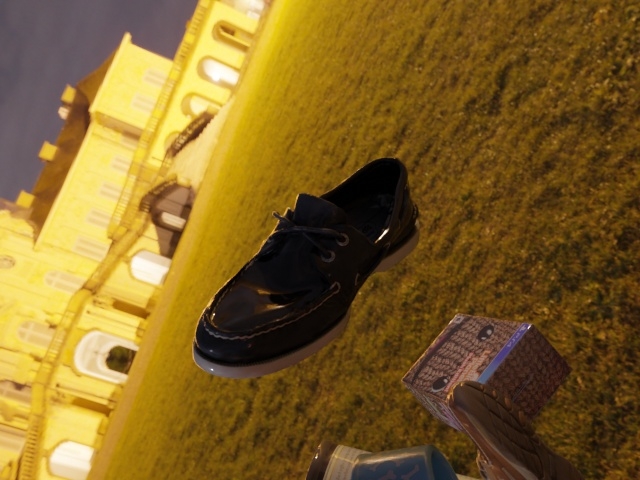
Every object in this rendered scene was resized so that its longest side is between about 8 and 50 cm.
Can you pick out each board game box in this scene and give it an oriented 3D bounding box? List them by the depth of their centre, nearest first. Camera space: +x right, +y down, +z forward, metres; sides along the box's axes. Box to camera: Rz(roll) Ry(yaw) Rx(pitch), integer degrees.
[{"bbox_3d":[0.357,0.303,1.237,0.232,0.141,0.291,-46,10,-15],"label":"board game box"}]

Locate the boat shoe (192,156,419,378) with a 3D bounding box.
[{"bbox_3d":[0.004,0.001,0.543,0.340,0.127,0.113,-30,-50,-43],"label":"boat shoe"}]

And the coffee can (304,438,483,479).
[{"bbox_3d":[0.115,0.387,0.699,0.201,0.275,0.202,9,-90,-76],"label":"coffee can"}]

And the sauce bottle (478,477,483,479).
[{"bbox_3d":[0.373,0.575,1.206,0.111,0.344,0.111,53,157,35],"label":"sauce bottle"}]

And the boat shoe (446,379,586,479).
[{"bbox_3d":[0.317,0.373,0.927,0.116,0.324,0.123,-41,5,33],"label":"boat shoe"}]

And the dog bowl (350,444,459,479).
[{"bbox_3d":[0.118,0.321,0.475,0.074,0.166,0.297,-27,58,13],"label":"dog bowl"}]
